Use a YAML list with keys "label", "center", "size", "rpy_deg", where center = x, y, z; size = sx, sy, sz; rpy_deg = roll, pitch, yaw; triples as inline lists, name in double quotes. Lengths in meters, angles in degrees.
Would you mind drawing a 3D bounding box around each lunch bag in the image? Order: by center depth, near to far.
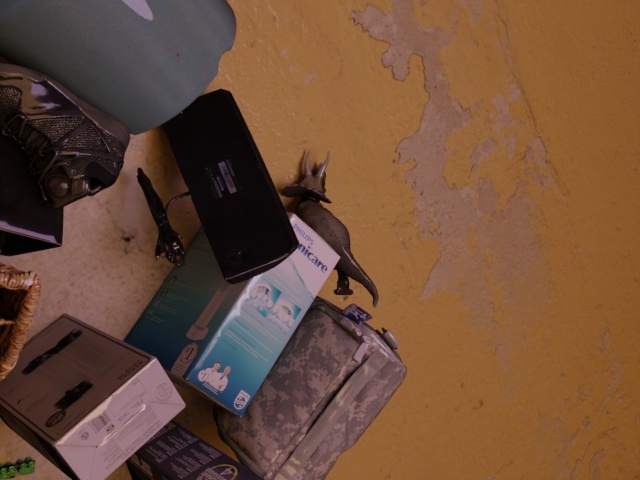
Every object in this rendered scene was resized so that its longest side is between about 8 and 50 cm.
- label: "lunch bag"
  center: [-0.011, 0.245, 1.366]
  size: [0.212, 0.256, 0.305]
  rpy_deg: [40, 86, -14]

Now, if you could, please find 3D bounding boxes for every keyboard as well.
- label: "keyboard"
  center: [-0.175, -0.075, 1.304]
  size: [0.201, 0.317, 0.033]
  rpy_deg: [-20, 156, -9]

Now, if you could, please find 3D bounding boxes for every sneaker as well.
- label: "sneaker"
  center: [-0.341, -0.125, 1.065]
  size: [0.227, 0.087, 0.130]
  rpy_deg: [32, 46, -38]

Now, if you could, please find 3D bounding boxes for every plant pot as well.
- label: "plant pot"
  center: [-0.301, -0.331, 1.119]
  size: [0.334, 0.341, 0.341]
  rpy_deg: [46, 70, -41]
- label: "plant pot"
  center: [-0.445, -0.087, 1.132]
  size: [0.188, 0.187, 0.167]
  rpy_deg: [17, 73, -38]

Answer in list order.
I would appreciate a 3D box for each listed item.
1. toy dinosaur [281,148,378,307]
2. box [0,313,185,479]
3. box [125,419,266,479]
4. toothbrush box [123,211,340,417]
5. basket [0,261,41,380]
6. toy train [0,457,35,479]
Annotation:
- label: "toy dinosaur"
  center: [0.000, 0.000, 1.470]
  size: [0.121, 0.313, 0.160]
  rpy_deg: [-14, 132, -9]
- label: "box"
  center: [-0.333, 0.208, 1.187]
  size: [0.169, 0.290, 0.087]
  rpy_deg: [-42, 121, -28]
- label: "box"
  center: [-0.142, 0.460, 1.308]
  size: [0.097, 0.395, 0.318]
  rpy_deg: [-26, 113, -31]
- label: "toothbrush box"
  center: [-0.142, 0.095, 1.365]
  size: [0.126, 0.216, 0.295]
  rpy_deg: [42, 70, -35]
- label: "basket"
  center: [-0.527, 0.121, 1.065]
  size: [0.299, 0.223, 0.213]
  rpy_deg: [5, 94, -39]
- label: "toy train"
  center: [-0.461, 0.340, 1.282]
  size: [0.083, 0.017, 0.023]
  rpy_deg: [-6, 112, -37]
